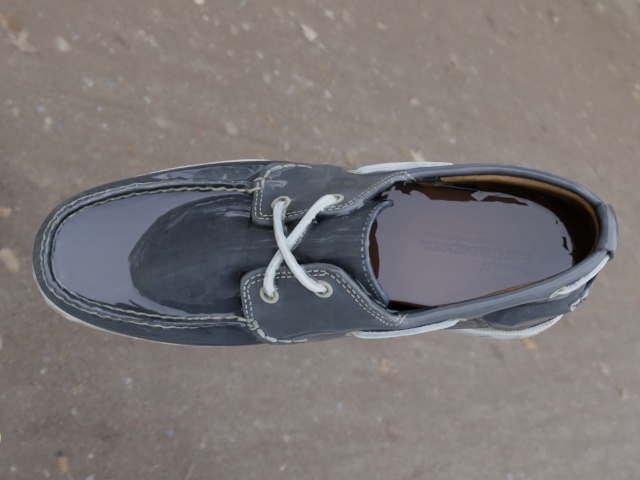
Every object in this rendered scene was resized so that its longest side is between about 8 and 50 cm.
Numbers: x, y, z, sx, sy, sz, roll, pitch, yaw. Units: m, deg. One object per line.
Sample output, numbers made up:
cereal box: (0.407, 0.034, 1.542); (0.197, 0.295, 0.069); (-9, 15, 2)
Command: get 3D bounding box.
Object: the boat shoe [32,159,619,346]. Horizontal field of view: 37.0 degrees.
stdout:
boat shoe: (0.000, 0.000, 0.385); (0.233, 0.079, 0.083); (1, 79, -5)
